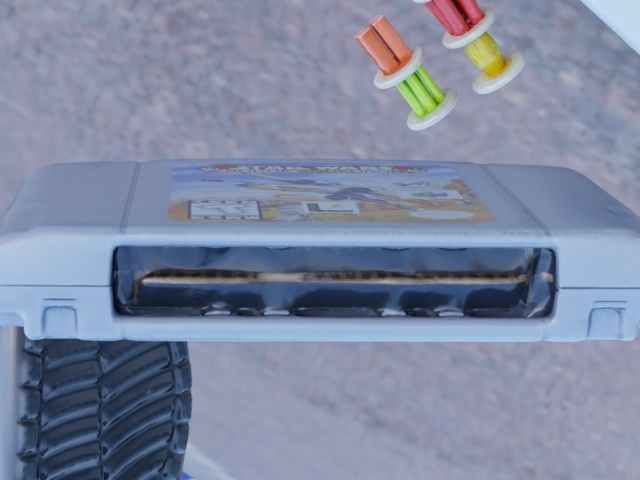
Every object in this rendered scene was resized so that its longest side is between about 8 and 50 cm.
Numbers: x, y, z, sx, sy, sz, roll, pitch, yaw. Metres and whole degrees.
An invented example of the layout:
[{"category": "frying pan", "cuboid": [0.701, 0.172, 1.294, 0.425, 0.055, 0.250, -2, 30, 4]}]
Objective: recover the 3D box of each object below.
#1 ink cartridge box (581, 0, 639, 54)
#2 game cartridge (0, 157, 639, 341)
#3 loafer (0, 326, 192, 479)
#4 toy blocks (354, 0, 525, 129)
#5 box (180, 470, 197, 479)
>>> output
[{"category": "ink cartridge box", "cuboid": [0.053, -0.298, 0.714, 0.285, 0.166, 0.395, 34, -157, -38]}, {"category": "game cartridge", "cuboid": [0.000, 0.000, 0.809, 0.297, 0.062, 0.198, 0, -165, -4]}, {"category": "loafer", "cuboid": [-0.162, 0.155, 0.990, 0.130, 0.366, 0.134, 15, -159, 37]}, {"category": "toy blocks", "cuboid": [0.085, -0.181, 1.490, 0.123, 0.054, 0.148, -28, 114, 23]}, {"category": "box", "cuboid": [-0.178, 0.262, 1.462, 0.109, 0.178, 0.042, 36, 160, -25]}]
